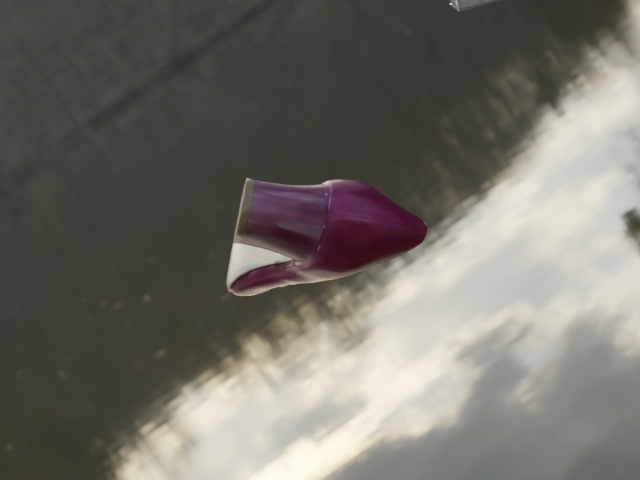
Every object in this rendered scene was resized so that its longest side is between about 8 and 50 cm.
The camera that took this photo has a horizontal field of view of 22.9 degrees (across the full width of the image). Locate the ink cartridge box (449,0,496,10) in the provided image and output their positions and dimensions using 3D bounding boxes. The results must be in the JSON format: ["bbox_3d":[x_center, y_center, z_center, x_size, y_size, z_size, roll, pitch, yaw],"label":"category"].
[{"bbox_3d":[0.136,-0.284,1.489,0.052,0.122,0.088,-13,15,2],"label":"ink cartridge box"}]

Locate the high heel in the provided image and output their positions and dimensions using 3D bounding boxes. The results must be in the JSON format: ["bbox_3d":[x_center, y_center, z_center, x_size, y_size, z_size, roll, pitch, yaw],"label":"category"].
[{"bbox_3d":[0.000,0.000,1.080,0.244,0.117,0.082,113,168,-76],"label":"high heel"}]
